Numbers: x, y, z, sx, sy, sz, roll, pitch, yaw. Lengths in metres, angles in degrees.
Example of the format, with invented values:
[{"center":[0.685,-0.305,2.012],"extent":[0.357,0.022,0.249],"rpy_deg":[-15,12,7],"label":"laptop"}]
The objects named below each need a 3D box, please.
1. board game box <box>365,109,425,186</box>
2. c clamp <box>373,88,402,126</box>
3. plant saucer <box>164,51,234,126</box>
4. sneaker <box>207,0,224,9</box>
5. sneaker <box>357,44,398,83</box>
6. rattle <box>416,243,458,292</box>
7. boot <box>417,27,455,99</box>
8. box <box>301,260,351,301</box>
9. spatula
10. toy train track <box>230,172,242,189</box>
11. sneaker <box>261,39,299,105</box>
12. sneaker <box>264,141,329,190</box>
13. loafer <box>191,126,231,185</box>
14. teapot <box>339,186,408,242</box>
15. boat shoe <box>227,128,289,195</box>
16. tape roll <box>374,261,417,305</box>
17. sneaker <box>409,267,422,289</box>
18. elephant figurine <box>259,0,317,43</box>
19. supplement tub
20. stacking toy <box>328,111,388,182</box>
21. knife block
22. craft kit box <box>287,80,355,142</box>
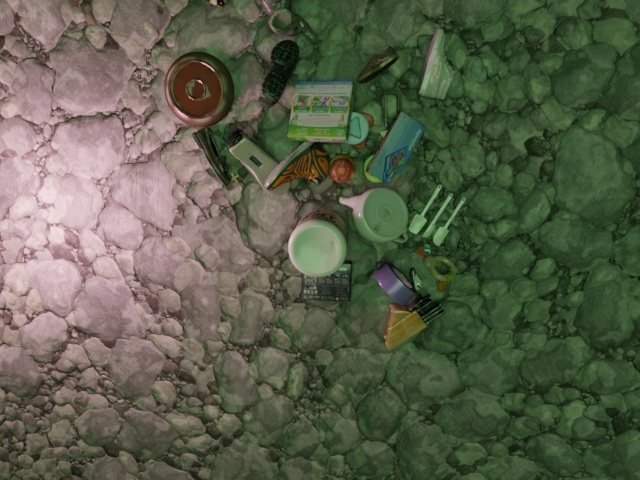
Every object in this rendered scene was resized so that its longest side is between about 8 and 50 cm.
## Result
[{"center":[0.315,-0.380,1.878],"extent":[0.145,0.027,0.281],"rpy_deg":[25,99,-26],"label":"board game box"},{"center":[0.284,-0.545,1.851],"extent":[0.137,0.022,0.161],"rpy_deg":[1,95,-27],"label":"c clamp"},{"center":[-0.525,-0.643,1.919],"extent":[0.310,0.050,0.311],"rpy_deg":[1,105,4],"label":"plant saucer"},{"center":[-0.384,-1.052,1.804],"extent":[0.097,0.084,0.235],"rpy_deg":[20,107,-25],"label":"sneaker"},{"center":[0.223,-0.718,1.836],"extent":[0.188,0.066,0.071],"rpy_deg":[-32,82,6],"label":"sneaker"},{"center":[0.506,0.123,2.027],"extent":[0.199,0.143,0.130],"rpy_deg":[32,72,12],"label":"rattle"},{"center":[0.484,-0.701,1.804],"extent":[0.123,0.095,0.259],"rpy_deg":[11,113,-4],"label":"boot"},{"center":[0.026,0.183,2.067],"extent":[0.232,0.059,0.184],"rpy_deg":[1,104,5],"label":"box"},{"center":[0.514,-0.113,1.974],"extent":[0.168,0.019,0.242],"rpy_deg":[29,105,-2],"label":"spatula"},{"center":[-0.376,-0.266,2.016],"extent":[0.048,0.014,0.083],"rpy_deg":[-32,105,4],"label":"toy train track"},{"center":[-0.174,-0.688,1.848],"extent":[0.109,0.130,0.287],"rpy_deg":[24,82,-8],"label":"sneaker"},{"center":[-0.076,-0.281,1.875],"extent":[0.321,0.124,0.180],"rpy_deg":[-46,106,-19],"label":"sneaker"},{"center":[-0.459,-0.369,1.959],"extent":[0.084,0.096,0.268],"rpy_deg":[-32,96,2],"label":"loafer"},{"center":[0.242,-0.097,1.923],"extent":[0.252,0.187,0.256],"rpy_deg":[-12,86,-20],"label":"teapot"},{"center":[-0.266,-0.345,1.942],"extent":[0.127,0.158,0.340],"rpy_deg":[-38,126,7],"label":"boat shoe"},{"center":[0.332,0.189,1.976],"extent":[0.189,0.189,0.080],"rpy_deg":[43,103,-6],"label":"tape roll"},{"center":[0.435,0.174,2.045],"extent":[0.043,0.040,0.109],"rpy_deg":[-17,106,-8],"label":"sneaker"},{"center":[-0.143,-0.886,1.781],"extent":[0.185,0.169,0.240],"rpy_deg":[8,124,32],"label":"elephant figurine"},{"center":[0.000,0.000,1.887],"extent":[0.235,0.325,0.236],"rpy_deg":[1,104,5],"label":"supplement tub"},{"center":[0.183,-0.374,1.881],"extent":[0.279,0.130,0.309],"rpy_deg":[12,105,2],"label":"stacking toy"},{"center":[0.433,0.378,2.065],"extent":[0.241,0.088,0.276],"rpy_deg":[8,104,3],"label":"knife block"},{"center":[0.005,-0.525,1.828],"extent":[0.249,0.061,0.247],"rpy_deg":[6,78,16],"label":"craft kit box"}]
